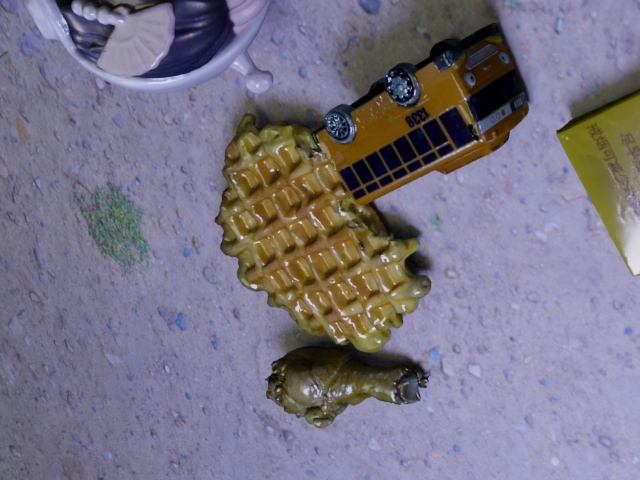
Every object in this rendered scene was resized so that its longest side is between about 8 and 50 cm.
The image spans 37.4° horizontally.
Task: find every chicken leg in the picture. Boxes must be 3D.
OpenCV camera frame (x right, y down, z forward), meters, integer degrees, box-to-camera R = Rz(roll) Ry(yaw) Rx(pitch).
[{"bbox_3d":[0.023,0.181,1.173,0.227,0.103,0.088,3,102,37],"label":"chicken leg"}]

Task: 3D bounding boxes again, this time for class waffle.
[{"bbox_3d":[-0.007,-0.006,1.113,0.300,0.058,0.282,42,138,12],"label":"waffle"}]

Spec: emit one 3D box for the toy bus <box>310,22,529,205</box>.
[{"bbox_3d":[0.097,-0.116,0.913,0.201,0.098,0.114,-25,98,49],"label":"toy bus"}]

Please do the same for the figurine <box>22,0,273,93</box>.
[{"bbox_3d":[-0.200,-0.296,1.000,0.361,0.253,0.211,30,177,36],"label":"figurine"}]

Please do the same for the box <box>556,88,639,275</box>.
[{"bbox_3d":[0.338,-0.075,0.758,0.279,0.041,0.153,-25,97,48],"label":"box"}]
